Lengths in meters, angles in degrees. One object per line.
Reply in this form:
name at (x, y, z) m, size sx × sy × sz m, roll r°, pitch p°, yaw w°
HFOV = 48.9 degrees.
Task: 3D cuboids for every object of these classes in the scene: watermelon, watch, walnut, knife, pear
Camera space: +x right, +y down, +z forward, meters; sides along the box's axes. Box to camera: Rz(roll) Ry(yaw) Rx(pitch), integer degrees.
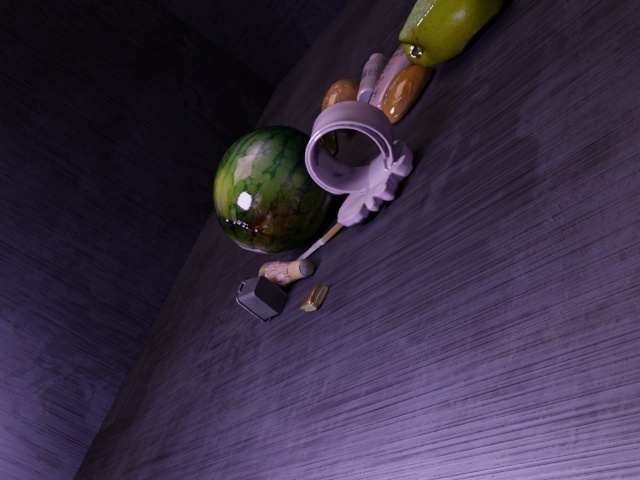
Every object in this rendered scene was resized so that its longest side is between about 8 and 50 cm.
watermelon at (-0.128, -0.140, 1.933) m, size 0.363 × 0.363 × 0.363 m, roll -50°, pitch 18°, yaw 23°
watch at (0.067, -0.177, 1.617) m, size 0.244 × 0.231 × 0.196 m, roll -42°, pitch 24°, yaw 33°
walnut at (0.077, -0.429, 2.228) m, size 0.180 × 0.144 × 0.144 m, roll -67°, pitch 17°, yaw -5°
knife at (0.002, 0.001, 1.847) m, size 0.298 × 0.017 × 0.047 m, roll -44°, pitch 19°, yaw 49°
pear at (0.312, -0.540, 1.723) m, size 0.292 × 0.159 × 0.292 m, roll -53°, pitch 13°, yaw 18°

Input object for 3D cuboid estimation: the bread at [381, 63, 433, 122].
bread at (0.221, -0.398, 1.866) m, size 0.189 × 0.077 × 0.114 m, roll -57°, pitch 12°, yaw 9°

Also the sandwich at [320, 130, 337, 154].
sandwich at (-0.031, -0.280, 2.380) m, size 0.212 × 0.063 × 0.245 m, roll -52°, pitch 16°, yaw 21°

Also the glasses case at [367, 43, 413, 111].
glasses case at (0.227, -0.482, 1.991) m, size 0.314 × 0.075 × 0.122 m, roll -58°, pitch 18°, yaw -5°

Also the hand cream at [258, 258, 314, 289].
hand cream at (-0.084, 0.081, 1.846) m, size 0.203 × 0.084 × 0.084 m, roll -21°, pitch 39°, yaw 57°

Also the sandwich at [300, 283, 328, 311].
sandwich at (-0.015, 0.139, 1.615) m, size 0.083 × 0.031 × 0.044 m, roll -54°, pitch 12°, yaw 18°

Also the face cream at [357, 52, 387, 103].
face cream at (0.166, -0.501, 2.193) m, size 0.082 × 0.082 × 0.269 m, roll -45°, pitch 21°, yaw 36°

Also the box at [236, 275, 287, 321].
box at (-0.150, 0.148, 1.842) m, size 0.069 × 0.122 × 0.084 m, roll -23°, pitch 37°, yaw 42°
